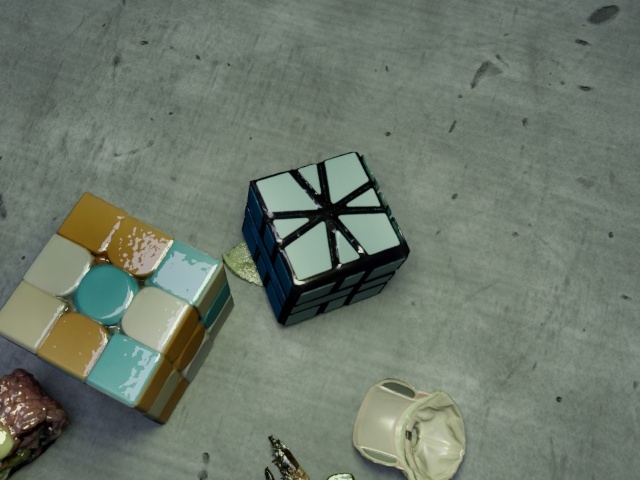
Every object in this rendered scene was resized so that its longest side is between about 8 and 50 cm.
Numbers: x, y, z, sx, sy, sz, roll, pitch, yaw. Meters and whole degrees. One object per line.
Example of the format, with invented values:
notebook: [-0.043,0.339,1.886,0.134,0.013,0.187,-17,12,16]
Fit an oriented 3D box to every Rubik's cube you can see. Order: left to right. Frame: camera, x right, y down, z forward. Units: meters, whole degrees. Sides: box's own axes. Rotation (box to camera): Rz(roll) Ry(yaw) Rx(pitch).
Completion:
Rubik's cube: [-0.424,0.160,1.504,0.346,0.347,0.345,27,70,9]
Rubik's cube: [0.000,0.000,1.597,0.293,0.283,0.289,-20,72,-16]

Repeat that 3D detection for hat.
hat: [0.197,0.441,1.567,0.225,0.164,0.220,4,63,42]

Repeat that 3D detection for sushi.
sushi: [-0.686,0.418,1.464,0.171,0.236,0.270,45,71,5]

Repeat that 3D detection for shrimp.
shrimp: [-0.088,0.518,1.547,0.091,0.034,0.161,-30,74,-11]

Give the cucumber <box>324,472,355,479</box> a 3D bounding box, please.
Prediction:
cucumber: [0.054,0.606,1.477,0.191,0.130,0.191,1,62,-2]

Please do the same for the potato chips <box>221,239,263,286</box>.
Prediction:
potato chips: [-0.143,0.050,1.726,0.209,0.026,0.143,-5,73,-2]
